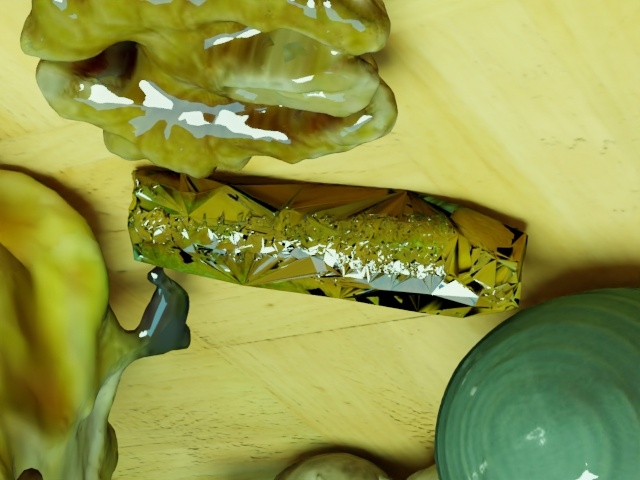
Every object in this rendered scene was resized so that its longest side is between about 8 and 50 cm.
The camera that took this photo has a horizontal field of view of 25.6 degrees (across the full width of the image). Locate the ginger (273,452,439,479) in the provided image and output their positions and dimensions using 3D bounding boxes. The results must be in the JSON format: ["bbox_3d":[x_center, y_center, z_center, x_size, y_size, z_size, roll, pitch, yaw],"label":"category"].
[{"bbox_3d":[0.076,0.245,1.064,0.375,0.176,0.256,-2,163,20],"label":"ginger"}]

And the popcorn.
[{"bbox_3d":[-0.233,0.100,0.806,0.281,0.297,0.316,4,177,16],"label":"popcorn"}]

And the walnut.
[{"bbox_3d":[-0.048,-0.090,0.648,0.170,0.069,0.143,5,147,8],"label":"walnut"}]

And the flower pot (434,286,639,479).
[{"bbox_3d":[0.165,0.115,0.798,0.189,0.157,0.243,-28,157,21],"label":"flower pot"}]

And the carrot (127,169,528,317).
[{"bbox_3d":[0.000,0.001,0.788,0.229,0.069,0.069,8,149,7],"label":"carrot"}]
